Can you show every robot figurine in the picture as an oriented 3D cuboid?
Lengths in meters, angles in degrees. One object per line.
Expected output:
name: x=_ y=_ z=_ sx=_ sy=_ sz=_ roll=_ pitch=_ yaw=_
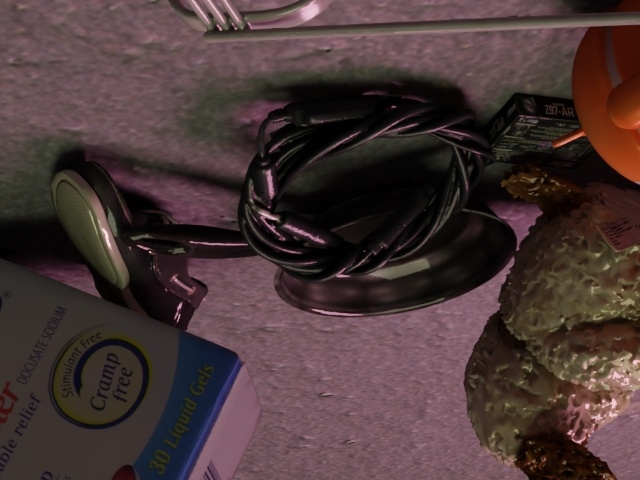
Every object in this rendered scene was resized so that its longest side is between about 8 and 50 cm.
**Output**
robot figurine: x=0.240 y=-0.108 z=0.805 sx=0.128 sy=0.158 sz=0.219 roll=35 pitch=138 yaw=-23

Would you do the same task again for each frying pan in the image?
frying pan: x=-0.004 y=0.013 z=1.088 sx=0.326 sy=0.053 sz=0.197 roll=-2 pitch=153 yaw=-14

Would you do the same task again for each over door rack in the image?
over door rack: x=0.038 y=-0.166 z=0.600 sx=0.324 sy=0.108 sz=0.239 roll=13 pitch=163 yaw=25

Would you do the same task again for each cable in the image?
cable: x=0.036 y=-0.035 z=0.958 sx=0.184 sy=0.047 sz=0.151 roll=-8 pitch=128 yaw=-16

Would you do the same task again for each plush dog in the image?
plush dog: x=0.188 y=0.075 z=1.040 sx=0.210 sy=0.262 sz=0.225 roll=23 pitch=110 yaw=-13

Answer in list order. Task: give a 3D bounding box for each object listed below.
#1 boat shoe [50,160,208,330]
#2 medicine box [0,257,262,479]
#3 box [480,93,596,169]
boat shoe: x=-0.143 y=0.003 z=1.055 sx=0.079 sy=0.084 sz=0.233 roll=-41 pitch=151 yaw=-14
medicine box: x=-0.230 y=0.173 z=1.038 sx=0.289 sy=0.263 sz=0.149 roll=20 pitch=158 yaw=12
box: x=0.163 y=-0.077 z=0.985 sx=0.083 sy=0.018 sz=0.067 roll=4 pitch=154 yaw=-19
